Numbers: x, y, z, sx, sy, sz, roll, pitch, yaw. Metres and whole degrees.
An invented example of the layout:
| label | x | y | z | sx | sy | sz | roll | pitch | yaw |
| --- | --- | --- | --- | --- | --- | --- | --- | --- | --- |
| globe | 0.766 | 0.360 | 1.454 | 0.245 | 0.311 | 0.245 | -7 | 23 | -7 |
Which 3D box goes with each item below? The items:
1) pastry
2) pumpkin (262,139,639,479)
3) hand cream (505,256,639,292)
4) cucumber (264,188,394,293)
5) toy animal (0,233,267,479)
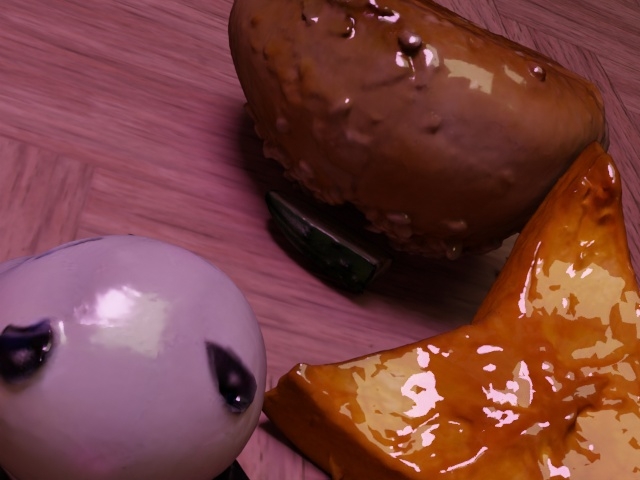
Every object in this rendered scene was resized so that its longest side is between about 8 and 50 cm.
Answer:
| label | x | y | z | sx | sy | sz | roll | pitch | yaw |
| --- | --- | --- | --- | --- | --- | --- | --- | --- | --- |
| pastry | 0.059 | -0.101 | 0.738 | 0.315 | 0.184 | 0.284 | 34 | 20 | 27 |
| pumpkin | 0.141 | 0.108 | 0.546 | 0.290 | 0.095 | 0.258 | -31 | 63 | -17 |
| hand cream | 0.243 | 0.056 | 0.798 | 0.170 | 0.043 | 0.065 | 16 | 36 | -13 |
| cucumber | 0.000 | 0.000 | 0.709 | 0.107 | 0.035 | 0.067 | 34 | 16 | 9 |
| toy animal | -0.092 | 0.071 | 0.443 | 0.166 | 0.179 | 0.138 | 6 | 54 | -18 |
